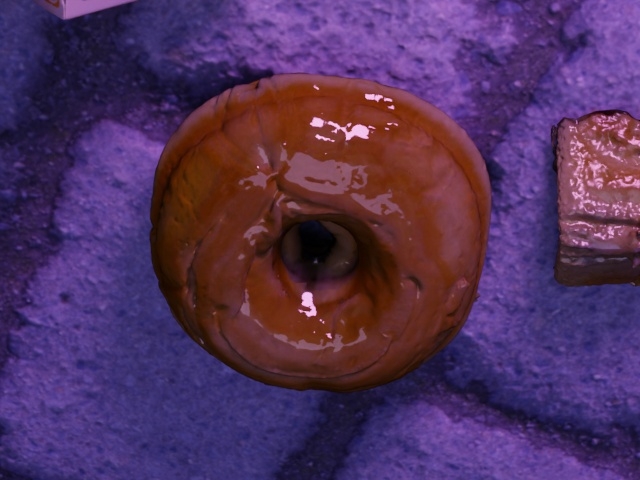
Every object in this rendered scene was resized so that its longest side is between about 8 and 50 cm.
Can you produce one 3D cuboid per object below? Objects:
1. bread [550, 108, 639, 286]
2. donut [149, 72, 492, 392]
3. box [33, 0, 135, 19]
[{"bbox_3d":[0.359,-0.025,1.682,0.174,0.133,0.251,2,122,7],"label":"bread"},{"bbox_3d":[0.000,0.000,1.701,0.449,0.198,0.449,2,122,2],"label":"donut"},{"bbox_3d":[-0.182,-0.370,1.465,0.091,0.274,0.221,33,136,38],"label":"box"}]
